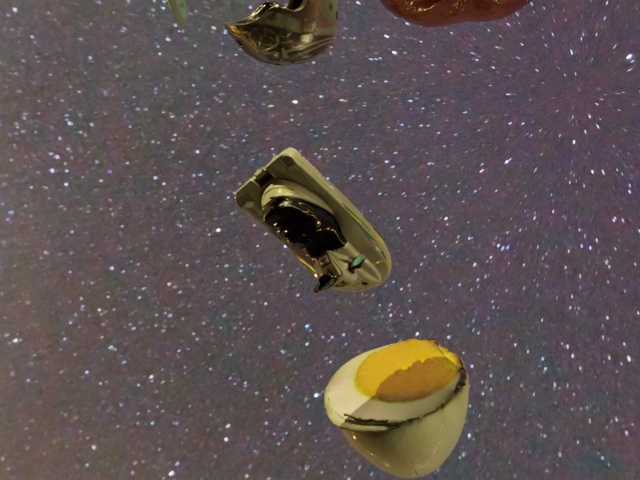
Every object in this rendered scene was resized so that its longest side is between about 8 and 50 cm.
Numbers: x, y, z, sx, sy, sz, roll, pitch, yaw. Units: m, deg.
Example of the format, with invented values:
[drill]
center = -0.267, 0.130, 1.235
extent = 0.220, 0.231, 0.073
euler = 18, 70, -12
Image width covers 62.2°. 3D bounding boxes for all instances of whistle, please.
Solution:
[whistle]
center = -0.154, -0.263, 0.521
extent = 0.035, 0.035, 0.100
euler = 9, -37, 24

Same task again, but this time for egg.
[egg]
center = 0.152, 0.315, 0.991
extent = 0.264, 0.286, 0.174
euler = -13, -72, 9

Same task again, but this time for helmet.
[helmet]
center = -0.047, -0.325, 0.825
extent = 0.176, 0.153, 0.107
euler = -26, -61, 1

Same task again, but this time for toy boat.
[toy boat]
center = -0.002, -0.007, 0.807
extent = 0.140, 0.141, 0.269
euler = -35, -78, 29

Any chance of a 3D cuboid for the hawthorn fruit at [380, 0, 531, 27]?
[hawthorn fruit]
center = 0.119, -0.291, 0.445
extent = 0.179, 0.179, 0.201
euler = -9, -114, 28
